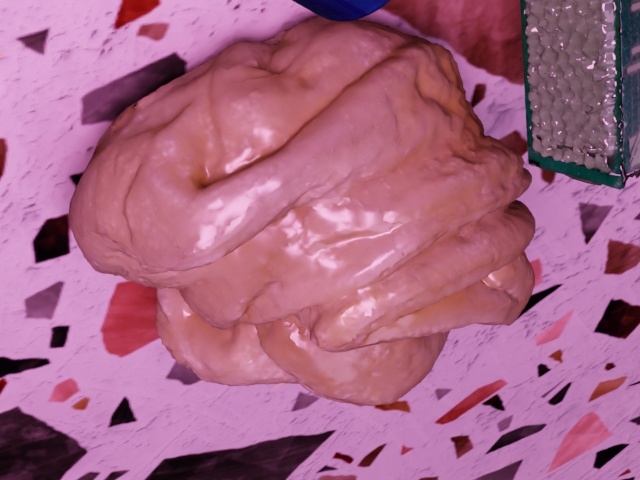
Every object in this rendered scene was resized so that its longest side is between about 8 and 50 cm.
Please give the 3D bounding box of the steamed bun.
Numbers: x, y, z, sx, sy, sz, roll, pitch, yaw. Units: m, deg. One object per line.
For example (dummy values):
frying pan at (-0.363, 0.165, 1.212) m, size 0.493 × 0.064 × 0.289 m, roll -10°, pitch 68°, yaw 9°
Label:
steamed bun at (0.005, -0.001, 1.299) m, size 0.325 × 0.230 × 0.372 m, roll -29°, pitch 147°, yaw 6°

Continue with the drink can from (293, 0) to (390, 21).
drink can at (-0.027, -0.225, 1.085) m, size 0.118 × 0.118 × 0.205 m, roll -44°, pitch 143°, yaw 20°

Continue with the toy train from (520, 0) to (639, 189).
toy train at (0.235, -0.176, 1.260) m, size 0.154 × 0.115 × 0.269 m, roll -24°, pitch 120°, yaw -37°
